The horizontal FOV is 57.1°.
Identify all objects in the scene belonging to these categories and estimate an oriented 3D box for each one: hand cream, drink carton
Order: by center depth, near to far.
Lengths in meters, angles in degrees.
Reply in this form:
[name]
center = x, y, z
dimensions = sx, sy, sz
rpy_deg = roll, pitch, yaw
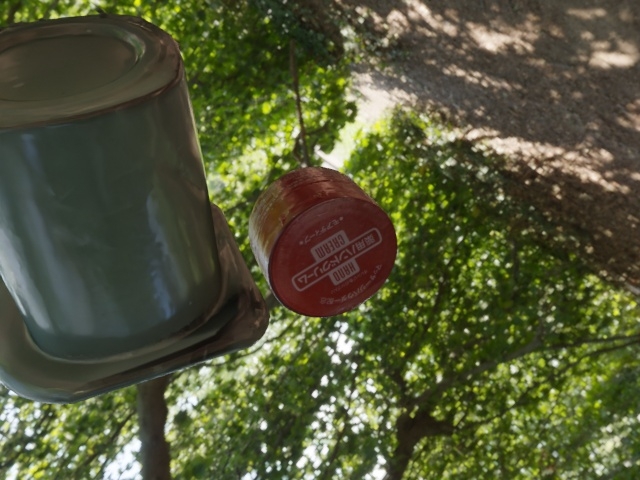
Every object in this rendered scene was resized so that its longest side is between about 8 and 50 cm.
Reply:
[drink carton]
center = -0.148, -0.025, 0.385
dimensions = 0.190, 0.191, 0.185
rpy_deg = 90, 159, -43
[hand cream]
center = 0.000, 0.000, 0.829
dimensions = 0.193, 0.193, 0.125
rpy_deg = 36, -168, -33
